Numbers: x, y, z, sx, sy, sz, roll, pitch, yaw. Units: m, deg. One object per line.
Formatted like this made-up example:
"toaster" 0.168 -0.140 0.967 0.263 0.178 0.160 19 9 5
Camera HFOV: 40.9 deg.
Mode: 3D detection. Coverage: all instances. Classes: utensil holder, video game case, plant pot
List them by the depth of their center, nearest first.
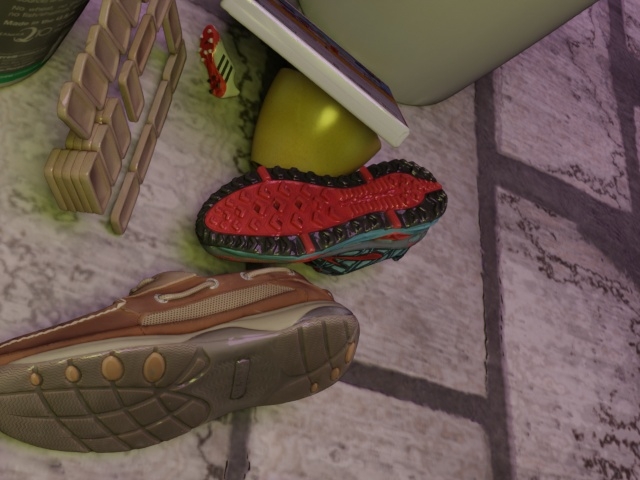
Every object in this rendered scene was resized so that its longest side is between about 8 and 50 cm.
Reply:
"video game case" -0.002 -0.194 0.888 0.204 0.025 0.285 38 15 -11
"plant pot" -0.018 -0.100 0.895 0.134 0.134 0.095 40 83 -16
"utensil holder" 0.192 -0.376 1.002 0.328 0.385 0.327 17 59 -31

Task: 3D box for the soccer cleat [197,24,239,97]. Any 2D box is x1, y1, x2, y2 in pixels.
"soccer cleat" -0.108 -0.192 0.925 0.036 0.029 0.083 -1 73 -47

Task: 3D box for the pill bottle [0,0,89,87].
"pill bottle" -0.234 -0.283 0.646 0.204 0.361 0.204 17 59 -31

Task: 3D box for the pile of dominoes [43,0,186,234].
"pile of dominoes" -0.183 -0.146 0.767 0.040 0.196 0.251 8 58 6

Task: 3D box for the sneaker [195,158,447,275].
"sneaker" 0.000 0.000 0.854 0.262 0.125 0.104 -5 54 -25

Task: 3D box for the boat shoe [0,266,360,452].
"boat shoe" -0.126 0.090 0.735 0.325 0.123 0.116 -4 38 -31
